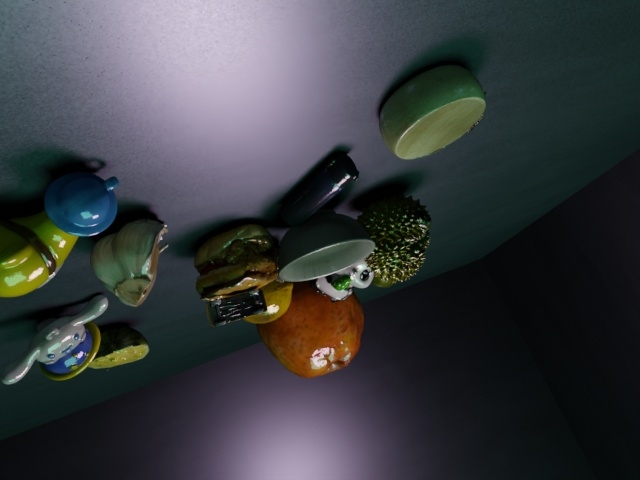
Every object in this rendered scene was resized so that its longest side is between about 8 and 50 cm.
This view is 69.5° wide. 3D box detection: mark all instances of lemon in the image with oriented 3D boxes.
[{"bbox_3d":[-0.214,0.214,1.714,0.256,0.189,0.188,-26,163,14],"label":"lemon"}]

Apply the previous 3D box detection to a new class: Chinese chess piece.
[{"bbox_3d":[0.239,-0.271,0.993,0.237,0.092,0.238,-21,162,-7],"label":"Chinese chess piece"}]

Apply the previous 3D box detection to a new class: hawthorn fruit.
[{"bbox_3d":[-0.030,0.353,1.964,0.470,0.472,0.472,-21,163,-7],"label":"hawthorn fruit"}]

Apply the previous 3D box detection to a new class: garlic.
[{"bbox_3d":[-0.426,0.041,1.024,0.142,0.178,0.230,13,133,-10],"label":"garlic"}]

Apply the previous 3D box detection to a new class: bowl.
[{"bbox_3d":[0.000,0.000,1.331,0.288,0.146,0.289,-16,161,-6],"label":"bowl"}]

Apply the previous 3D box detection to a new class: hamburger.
[{"bbox_3d":[-0.237,0.066,1.290,0.244,0.163,0.244,-20,171,-3],"label":"hamburger"}]

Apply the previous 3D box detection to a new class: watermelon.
[{"bbox_3d":[-0.724,0.376,1.641,0.203,0.127,0.232,-21,161,-8],"label":"watermelon"}]

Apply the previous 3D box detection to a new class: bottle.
[{"bbox_3d":[-0.007,-0.125,1.157,0.244,0.082,0.072,-36,-157,38],"label":"bottle"}]

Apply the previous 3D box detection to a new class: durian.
[{"bbox_3d":[0.224,-0.020,1.464,0.224,0.292,0.291,15,-169,40],"label":"durian"}]

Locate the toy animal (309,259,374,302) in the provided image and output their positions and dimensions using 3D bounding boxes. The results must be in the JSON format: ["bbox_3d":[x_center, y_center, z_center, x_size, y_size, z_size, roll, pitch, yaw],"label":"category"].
[{"bbox_3d":[0.089,0.104,1.728,0.212,0.213,0.266,-8,159,-41],"label":"toy animal"}]

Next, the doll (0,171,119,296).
[{"bbox_3d":[-0.499,-0.006,0.810,0.362,0.145,0.199,-34,-158,6],"label":"doll"}]

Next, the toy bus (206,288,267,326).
[{"bbox_3d":[-0.231,0.180,1.250,0.162,0.070,0.074,-13,179,-28],"label":"toy bus"}]

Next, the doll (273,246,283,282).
[{"bbox_3d":[-0.150,0.077,1.464,0.105,0.115,0.221,20,-173,-3],"label":"doll"}]

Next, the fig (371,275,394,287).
[{"bbox_3d":[0.208,0.086,1.907,0.235,0.203,0.203,8,152,-19],"label":"fig"}]

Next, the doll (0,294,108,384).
[{"bbox_3d":[-0.729,0.267,1.333,0.311,0.159,0.243,-45,151,-8],"label":"doll"}]
